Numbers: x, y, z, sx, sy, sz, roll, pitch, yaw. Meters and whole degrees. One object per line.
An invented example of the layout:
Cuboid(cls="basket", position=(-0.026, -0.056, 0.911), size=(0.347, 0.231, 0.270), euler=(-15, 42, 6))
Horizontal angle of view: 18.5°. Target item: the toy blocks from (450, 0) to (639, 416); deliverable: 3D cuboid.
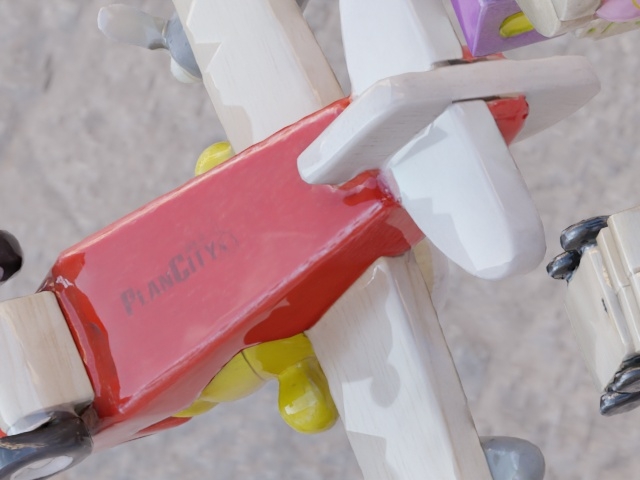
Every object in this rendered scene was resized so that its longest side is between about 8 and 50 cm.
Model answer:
Cuboid(cls="toy blocks", position=(0.185, -0.148, 0.664), size=(0.288, 0.260, 0.309), euler=(100, 154, -70))

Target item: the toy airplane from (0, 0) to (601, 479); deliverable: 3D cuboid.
Cuboid(cls="toy airplane", position=(0.000, 0.000, 1.089), size=(0.384, 0.272, 0.386), euler=(20, 98, 33))
